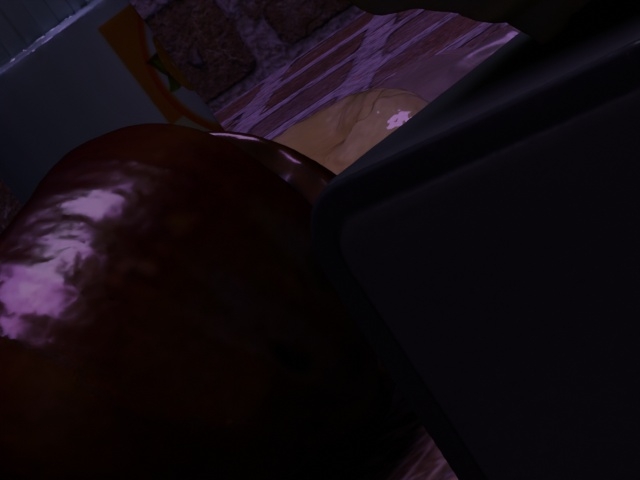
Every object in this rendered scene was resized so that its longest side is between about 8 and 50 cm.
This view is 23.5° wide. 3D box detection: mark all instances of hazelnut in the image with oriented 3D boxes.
[{"bbox_3d":[-0.069,0.055,0.762,0.217,0.217,0.251,-28,-1,33],"label":"hazelnut"}]

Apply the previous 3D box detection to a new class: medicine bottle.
[{"bbox_3d":[-0.153,-0.062,1.161,0.158,0.318,0.158,-34,12,8],"label":"medicine bottle"}]

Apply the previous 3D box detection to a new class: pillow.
[{"bbox_3d":[0.096,-0.109,1.274,0.173,0.067,0.270,-45,13,-18],"label":"pillow"}]

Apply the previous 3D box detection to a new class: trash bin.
[{"bbox_3d":[0.187,-0.064,0.576,0.223,0.158,0.343,-24,16,46],"label":"trash bin"}]

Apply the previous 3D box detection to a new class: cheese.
[{"bbox_3d":[0.000,0.000,0.984,0.214,0.117,0.226,-41,13,-12],"label":"cheese"}]

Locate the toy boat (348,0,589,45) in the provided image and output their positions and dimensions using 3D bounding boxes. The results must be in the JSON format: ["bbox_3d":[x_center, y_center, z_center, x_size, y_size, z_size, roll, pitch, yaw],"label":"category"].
[{"bbox_3d":[0.114,-0.151,0.442,0.276,0.084,0.111,-41,16,42],"label":"toy boat"}]
